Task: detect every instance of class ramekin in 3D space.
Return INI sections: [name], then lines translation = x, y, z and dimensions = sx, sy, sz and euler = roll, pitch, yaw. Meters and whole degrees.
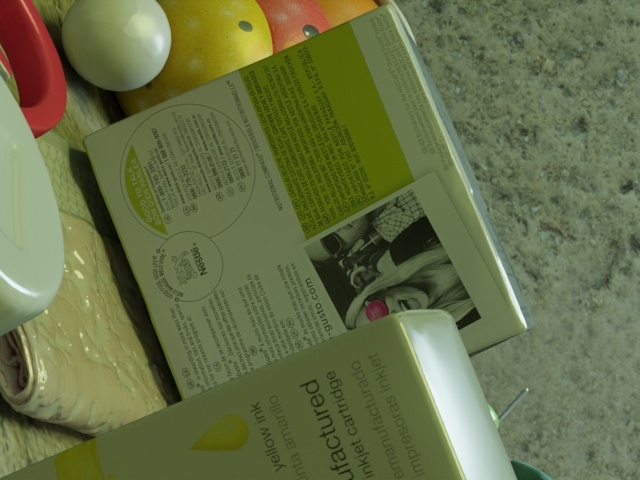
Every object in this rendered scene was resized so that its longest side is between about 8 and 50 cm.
[ramekin]
translation = -0.293, -0.040, 1.239
dimensions = 0.277, 0.135, 0.277
euler = -23, 90, -79

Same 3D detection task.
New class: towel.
[towel]
translation = -0.234, 0.029, 1.598
dimensions = 0.317, 0.053, 0.332
euler = 71, 13, 19

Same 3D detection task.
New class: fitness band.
[fitness band]
translation = -0.311, -0.217, 1.531
dimensions = 0.291, 0.054, 0.209
euler = 61, 10, -17

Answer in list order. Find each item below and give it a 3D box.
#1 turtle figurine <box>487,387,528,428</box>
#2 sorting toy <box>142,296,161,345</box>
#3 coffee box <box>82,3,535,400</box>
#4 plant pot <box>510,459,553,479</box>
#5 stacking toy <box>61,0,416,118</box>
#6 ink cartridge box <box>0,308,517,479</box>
[turtle figurine]
translation = 0.112, 0.221, 2.218
dimensions = 0.198, 0.266, 0.275
euler = 47, 32, -42
[sorting toy]
translation = -0.186, 0.020, 1.897
dimensions = 0.208, 0.038, 0.193
euler = -26, 92, -83
[coffee box]
translation = 0.000, 0.000, 1.813
dimensions = 0.337, 0.334, 0.338
euler = 20, 47, -81
[plant pot]
translation = 0.230, 0.445, 2.062
dimensions = 0.341, 0.341, 0.334
euler = -101, 164, -46
[stacking toy]
translation = -0.130, -0.194, 2.102
dimensions = 0.480, 0.350, 0.351
euler = 8, 58, -56
[ink cartridge box]
translation = -0.054, 0.242, 1.153
dimensions = 0.279, 0.384, 0.160
euler = 68, 14, 7
